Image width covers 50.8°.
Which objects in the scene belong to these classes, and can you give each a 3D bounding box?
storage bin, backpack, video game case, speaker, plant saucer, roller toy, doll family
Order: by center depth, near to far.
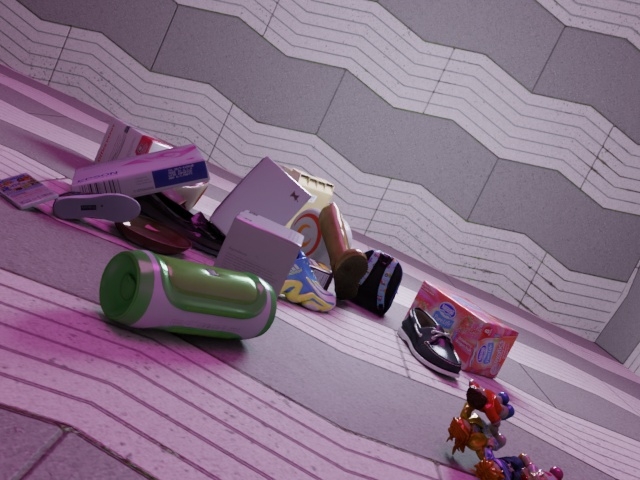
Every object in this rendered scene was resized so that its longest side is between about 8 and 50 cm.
[{"bbox_3d":[-0.213,0.097,1.137,0.296,0.131,0.131,17,12,-48],"label":"speaker"},{"bbox_3d":[0.299,0.363,1.140,0.163,0.118,0.263,26,23,-48],"label":"doll family"},{"bbox_3d":[-0.632,-0.106,1.437,0.122,0.011,0.087,30,37,28],"label":"video game case"},{"bbox_3d":[-0.401,-0.012,1.592,0.198,0.036,0.198,24,8,-4],"label":"plant saucer"},{"bbox_3d":[0.164,0.115,2.011,0.158,0.173,0.117,26,8,10],"label":"backpack"},{"bbox_3d":[0.000,0.000,2.203,0.209,0.191,0.146,-17,-23,41],"label":"roller toy"},{"bbox_3d":[-0.103,-0.139,2.551,0.123,0.260,0.262,34,11,30],"label":"storage bin"}]

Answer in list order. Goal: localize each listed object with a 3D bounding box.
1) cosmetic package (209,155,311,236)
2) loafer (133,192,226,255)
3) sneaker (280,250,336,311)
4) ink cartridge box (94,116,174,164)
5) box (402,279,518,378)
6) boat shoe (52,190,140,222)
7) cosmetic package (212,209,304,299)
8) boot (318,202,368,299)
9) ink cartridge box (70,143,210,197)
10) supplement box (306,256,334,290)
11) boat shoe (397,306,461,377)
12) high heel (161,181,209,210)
[{"bbox_3d":[-0.178,-0.104,1.928,0.161,0.230,0.453,43,-1,-9],"label":"cosmetic package"},{"bbox_3d":[-0.354,-0.052,1.772,0.302,0.095,0.109,25,7,-3],"label":"loafer"},{"bbox_3d":[-0.038,0.096,1.679,0.240,0.126,0.091,19,10,-38],"label":"sneaker"},{"bbox_3d":[-0.599,-0.269,2.156,0.237,0.172,0.100,31,9,36],"label":"ink cartridge box"},{"bbox_3d":[0.397,0.249,1.941,0.142,0.154,0.300,20,10,-33],"label":"box"},{"bbox_3d":[-0.500,-0.082,1.506,0.183,0.065,0.083,1,15,-22],"label":"boat shoe"},{"bbox_3d":[-0.141,0.050,1.448,0.151,0.184,0.151,25,8,-3],"label":"cosmetic package"},{"bbox_3d":[0.053,0.004,1.929,0.089,0.236,0.269,-3,56,-14],"label":"boot"},{"bbox_3d":[-0.472,-0.182,1.758,0.324,0.071,0.330,-15,21,-13],"label":"ink cartridge box"},{"bbox_3d":[-0.072,0.081,1.837,0.188,0.081,0.104,23,8,-22],"label":"supplement box"},{"bbox_3d":[0.288,0.258,1.757,0.114,0.091,0.302,22,8,-24],"label":"boat shoe"},{"bbox_3d":[-0.466,-0.176,2.092,0.181,0.127,0.377,36,11,-2],"label":"high heel"}]
